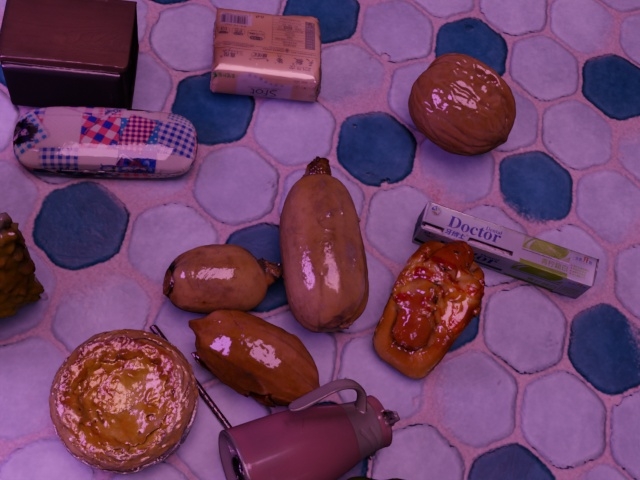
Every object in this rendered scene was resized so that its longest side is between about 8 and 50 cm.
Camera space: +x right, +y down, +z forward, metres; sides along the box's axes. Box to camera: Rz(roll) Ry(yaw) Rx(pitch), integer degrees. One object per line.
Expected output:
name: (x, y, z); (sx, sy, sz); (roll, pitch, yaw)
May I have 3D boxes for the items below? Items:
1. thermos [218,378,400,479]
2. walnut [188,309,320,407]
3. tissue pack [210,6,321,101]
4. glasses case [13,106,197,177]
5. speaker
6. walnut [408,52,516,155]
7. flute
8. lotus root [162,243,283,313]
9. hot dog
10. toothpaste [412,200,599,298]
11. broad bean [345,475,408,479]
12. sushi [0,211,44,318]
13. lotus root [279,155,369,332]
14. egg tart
thermos: (-0.015, 0.316, 1.322); (0.265, 0.176, 0.146); (-17, 32, -22)
walnut: (-0.108, 0.190, 1.376); (0.245, 0.137, 0.137); (33, 64, 6)
tissue pack: (-0.106, -0.370, 1.667); (0.222, 0.090, 0.186); (4, 62, -10)
glasses case: (-0.390, -0.179, 1.532); (0.327, 0.076, 0.125); (1, 66, -9)
speaker: (-0.463, -0.351, 1.558); (0.230, 0.153, 0.193); (4, 65, -8)
walnut: (0.279, -0.258, 1.632); (0.213, 0.213, 0.213); (4, 64, -8)
flute: (-0.204, 0.245, 1.400); (0.014, 0.014, 0.269); (-34, 75, -22)
lotus root: (-0.160, 0.066, 1.440); (0.221, 0.118, 0.125); (-5, 81, -14)
hot dog: (0.198, 0.104, 1.461); (0.150, 0.153, 0.257); (30, 64, 5)
toothpaste: (0.343, 0.019, 1.569); (0.336, 0.081, 0.067); (19, 67, -1)
broad bean: (0.147, 0.418, 1.365); (0.256, 0.052, 0.053); (10, 105, -9)
sushi: (-0.604, -0.051, 1.263); (0.240, 0.396, 0.351); (-26, 67, -17)
lotus root: (0.000, 0.000, 1.466); (0.151, 0.169, 0.343); (-10, 64, 2)
egg tart: (-0.310, 0.254, 1.333); (0.234, 0.094, 0.234); (3, 67, -7)
